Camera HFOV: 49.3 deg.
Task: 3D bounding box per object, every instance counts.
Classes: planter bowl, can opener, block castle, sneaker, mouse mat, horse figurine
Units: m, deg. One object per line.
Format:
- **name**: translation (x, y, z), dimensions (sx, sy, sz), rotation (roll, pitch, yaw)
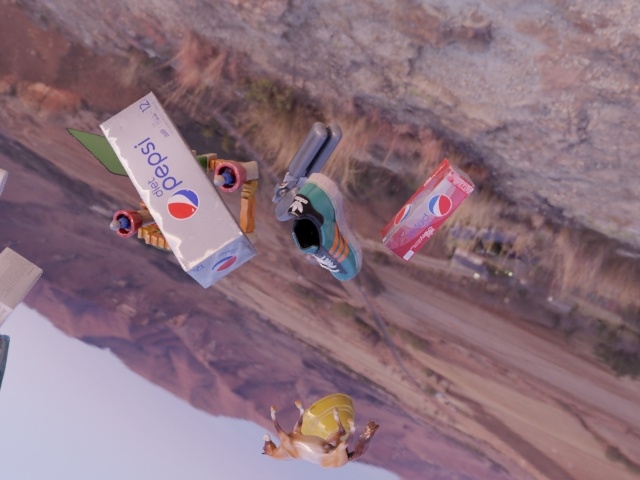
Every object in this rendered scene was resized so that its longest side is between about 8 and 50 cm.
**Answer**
- **planter bowl**: translation (0.032, 0.564, 2.053), dimensions (0.090, 0.217, 0.217), rotation (42, 180, 43)
- **can opener**: translation (-0.029, -0.153, 1.571), dimensions (0.074, 0.093, 0.280), rotation (-4, 146, -31)
- **block castle**: translation (-0.416, -0.119, 2.082), dimensions (0.453, 0.303, 0.213), rotation (13, -161, 23)
- **sneaker**: translation (0.000, 0.000, 1.483), dimensions (0.108, 0.121, 0.302), rotation (23, 150, 36)
- **mouse mat**: translation (-0.508, -0.206, 1.677), dimensions (0.190, 0.007, 0.153), rotation (41, -167, 20)
- **horse figurine**: translation (-0.008, 0.435, 1.520), dimensions (0.263, 0.174, 0.066), rotation (6, -153, 9)

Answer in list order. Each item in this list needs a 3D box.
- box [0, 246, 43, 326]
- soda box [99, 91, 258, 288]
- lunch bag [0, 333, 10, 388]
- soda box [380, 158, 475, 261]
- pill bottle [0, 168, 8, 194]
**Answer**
- **box**: translation (-0.869, 0.150, 1.869), dimensions (0.119, 0.181, 0.182), rotation (37, -150, -16)
- **soda box**: translation (-0.211, -0.076, 1.029), dimensions (0.286, 0.098, 0.091), rotation (55, 177, 21)
- **lunch bag**: translation (-0.909, 0.348, 1.707), dimensions (0.223, 0.262, 0.160), rotation (2, 161, -4)
- **soda box**: translation (0.270, -0.076, 1.774), dimensions (0.083, 0.263, 0.092), rotation (36, -161, -16)
- **pill bottle**: translation (-0.693, -0.130, 1.363), dimensions (0.137, 0.078, 0.078), rotation (20, 171, -16)
